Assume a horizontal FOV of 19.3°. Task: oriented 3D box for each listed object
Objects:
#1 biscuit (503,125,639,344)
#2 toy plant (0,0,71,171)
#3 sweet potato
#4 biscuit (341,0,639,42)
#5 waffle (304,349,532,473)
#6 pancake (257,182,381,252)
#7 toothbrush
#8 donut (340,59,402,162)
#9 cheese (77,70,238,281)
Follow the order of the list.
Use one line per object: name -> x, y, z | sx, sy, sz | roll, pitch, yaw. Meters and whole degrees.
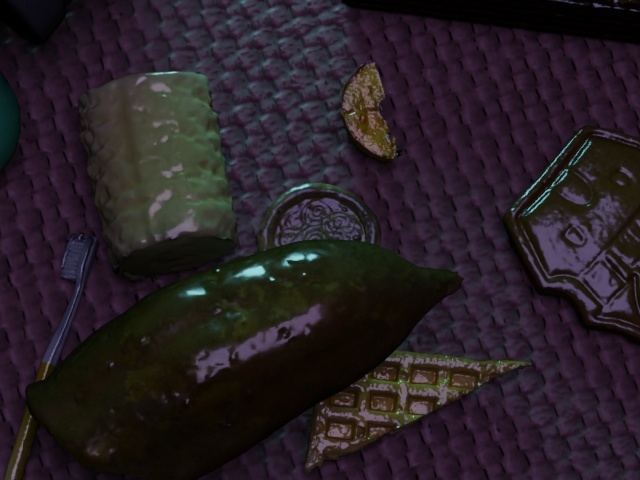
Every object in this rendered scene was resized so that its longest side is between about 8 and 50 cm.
biscuit -> 0.285, 0.005, 1.716 | 0.215, 0.034, 0.182 | 41, 73, 4
toy plant -> -0.311, -0.217, 1.624 | 0.400, 0.185, 0.279 | -42, 113, -9
sweet potato -> -0.059, 0.085, 1.569 | 0.370, 0.158, 0.158 | -29, 80, -3
biscuit -> 0.207, -0.257, 1.761 | 0.388, 0.073, 0.107 | 7, 72, -7
waffle -> 0.086, 0.155, 1.644 | 0.191, 0.032, 0.125 | 8, 71, -4
pancake -> 0.000, 0.000, 1.688 | 0.115, 0.011, 0.115 | 2, 75, -7
toothbrush -> -0.242, 0.127, 1.612 | 0.024, 0.021, 0.288 | 13, 72, 7
donut -> 0.049, -0.112, 1.715 | 0.083, 0.038, 0.067 | 44, 70, 0
cheese -> -0.141, -0.058, 1.644 | 0.123, 0.094, 0.167 | -13, 72, -2
